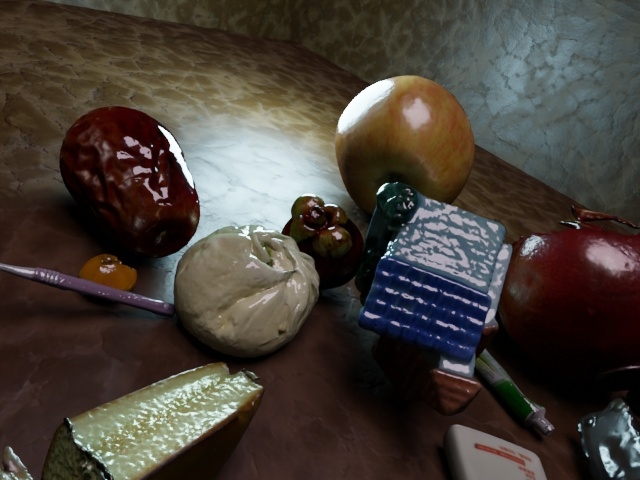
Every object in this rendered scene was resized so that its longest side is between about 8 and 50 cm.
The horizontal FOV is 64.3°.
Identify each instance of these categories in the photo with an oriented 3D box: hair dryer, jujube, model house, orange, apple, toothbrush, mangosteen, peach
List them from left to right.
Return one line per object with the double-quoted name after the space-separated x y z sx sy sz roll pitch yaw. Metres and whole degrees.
-0.363 0.053 0.715 0.354 0.029 0.024 24 35 -36 "toothbrush"
-0.334 0.056 0.801 0.086 0.062 0.086 16 32 -11 "orange"
-0.348 -0.112 0.944 0.223 0.223 0.318 -7 48 -43 "jujube"
0.000 0.000 1.007 0.199 0.200 0.200 18 29 -10 "mangosteen"
0.225 -0.235 1.388 0.391 0.392 0.347 24 36 1 "apple"
0.157 0.137 0.839 0.251 0.295 0.329 18 50 3 "model house"
0.573 0.143 1.054 0.405 0.335 0.310 20 55 -17 "peach"
0.730 0.391 1.048 0.100 0.057 0.198 9 37 -22 "hair dryer"

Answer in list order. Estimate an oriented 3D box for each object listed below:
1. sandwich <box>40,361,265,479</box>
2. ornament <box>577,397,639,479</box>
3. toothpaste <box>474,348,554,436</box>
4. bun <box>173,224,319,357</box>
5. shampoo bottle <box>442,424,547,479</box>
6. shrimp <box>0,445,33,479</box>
-0.171 0.228 0.568 0.122 0.128 0.235 34 23 25 "sandwich"
0.572 0.413 0.829 0.260 0.106 0.251 35 31 -4 "ornament"
0.345 0.267 0.973 0.078 0.047 0.248 6 30 -37 "toothpaste"
-0.119 0.061 0.855 0.259 0.160 0.259 17 28 -9 "bun"
0.241 0.384 0.664 0.153 0.071 0.284 21 27 -1 "shampoo bottle"
-0.298 0.292 0.421 0.168 0.077 0.317 -14 49 -45 "shrimp"
